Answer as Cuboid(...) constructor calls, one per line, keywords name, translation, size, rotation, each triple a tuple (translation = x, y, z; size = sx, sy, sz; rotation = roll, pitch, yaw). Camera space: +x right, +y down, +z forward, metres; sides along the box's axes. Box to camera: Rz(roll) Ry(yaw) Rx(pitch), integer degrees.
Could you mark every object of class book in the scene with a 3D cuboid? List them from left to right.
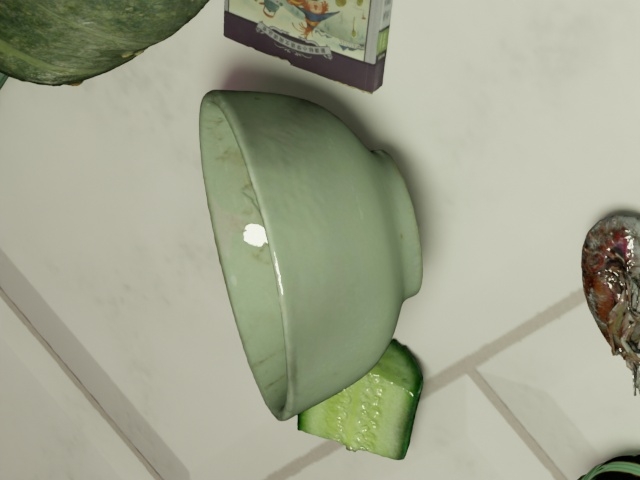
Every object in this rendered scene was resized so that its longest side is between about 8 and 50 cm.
Cuboid(name="book", translation=(-0.010, -0.246, 1.221), size=(0.157, 0.026, 0.231), rotation=(23, 130, 23))

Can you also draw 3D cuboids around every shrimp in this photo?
Cuboid(name="shrimp", translation=(0.252, 0.054, 1.206), size=(0.065, 0.056, 0.165), rotation=(-7, 117, 32))

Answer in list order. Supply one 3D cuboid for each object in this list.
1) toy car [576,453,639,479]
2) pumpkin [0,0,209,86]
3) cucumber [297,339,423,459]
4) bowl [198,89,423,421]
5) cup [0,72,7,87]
Cuboid(name="toy car", translation=(0.352, 0.272, 1.227), size=(0.306, 0.136, 0.125), rotation=(36, 119, 14))
Cuboid(name="pumpkin", translation=(-0.195, -0.289, 1.165), size=(0.257, 0.292, 0.327), rotation=(22, 136, -34))
Cuboid(name="cucumber", translation=(0.043, 0.148, 1.421), size=(0.116, 0.062, 0.115), rotation=(20, 131, 16))
Cuboid(name="bowl", translation=(0.000, 0.000, 1.264), size=(0.289, 0.146, 0.289), rotation=(168, 90, -78))
Cuboid(name="cup", translation=(-0.498, -0.204, 1.428), size=(0.401, 0.310, 0.392), rotation=(48, 130, -3))
